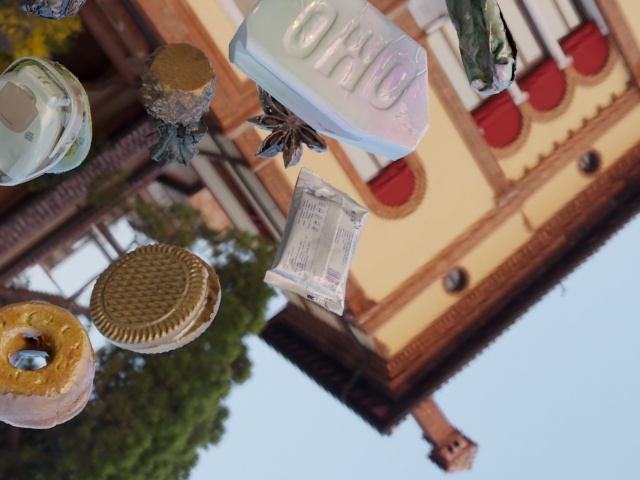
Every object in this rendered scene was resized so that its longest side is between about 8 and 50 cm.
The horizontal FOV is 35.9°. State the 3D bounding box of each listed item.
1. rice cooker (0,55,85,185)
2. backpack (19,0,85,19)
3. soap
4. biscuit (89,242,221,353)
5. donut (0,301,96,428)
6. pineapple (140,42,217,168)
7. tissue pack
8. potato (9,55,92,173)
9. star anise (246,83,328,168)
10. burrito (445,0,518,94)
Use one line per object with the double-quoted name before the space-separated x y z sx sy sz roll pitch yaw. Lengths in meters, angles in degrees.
"rice cooker" -0.449 -0.178 1.505 0.206 0.145 0.127 -47 172 17
"backpack" -0.483 -0.470 1.828 0.165 0.105 0.120 -94 -157 -71
"soap" 0.036 -0.289 1.645 0.208 0.347 0.115 -55 -170 -17
"biscuit" -0.326 0.114 1.955 0.259 0.079 0.259 -6 -129 8
"donut" -0.498 0.212 1.695 0.226 0.226 0.114 -50 167 -36
"pineapple" -0.247 -0.220 1.680 0.128 0.128 0.248 -46 169 -30
"tissue pack" 0.000 0.000 1.396 0.026 0.122 0.193 -43 -154 55
"potato" -0.546 -0.243 1.957 0.148 0.253 0.186 27 -120 38
"star anise" -0.069 -0.272 2.229 0.230 0.262 0.081 -44 157 5
"burrito" 0.239 -0.371 1.546 0.066 0.309 0.096 -2 157 -32
